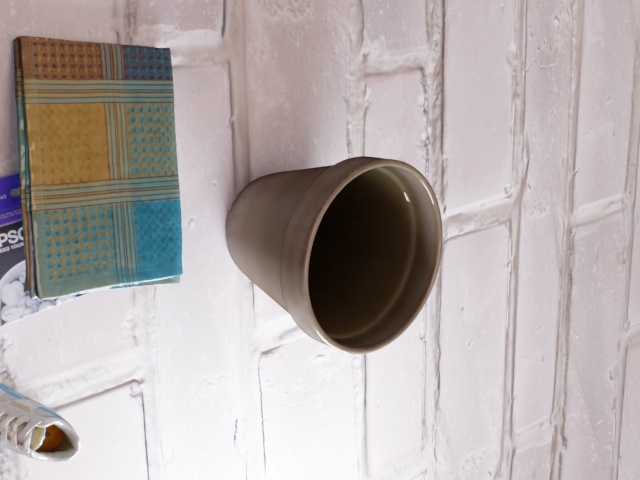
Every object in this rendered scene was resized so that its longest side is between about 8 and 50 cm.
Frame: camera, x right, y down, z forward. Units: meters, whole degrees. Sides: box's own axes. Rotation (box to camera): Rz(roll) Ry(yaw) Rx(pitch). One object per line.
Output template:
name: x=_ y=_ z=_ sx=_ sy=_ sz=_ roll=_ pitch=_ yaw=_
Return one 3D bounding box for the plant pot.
plant pot: x=0.000 y=0.000 z=1.794 sx=0.323 sy=0.280 sz=0.323 roll=-15 pitch=112 yaw=-40

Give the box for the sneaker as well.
sneaker: x=-0.454 y=0.266 z=1.562 sx=0.228 sy=0.092 sz=0.087 roll=28 pitch=84 yaw=-44

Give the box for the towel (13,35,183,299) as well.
towel: x=-0.324 y=-0.108 z=1.572 sx=0.271 sy=0.040 sz=0.370 roll=-4 pitch=91 yaw=-44

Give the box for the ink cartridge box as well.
ink cartridge box: x=-0.411 y=-0.001 z=1.560 sx=0.206 sy=0.045 sz=0.208 roll=-22 pitch=115 yaw=-39
